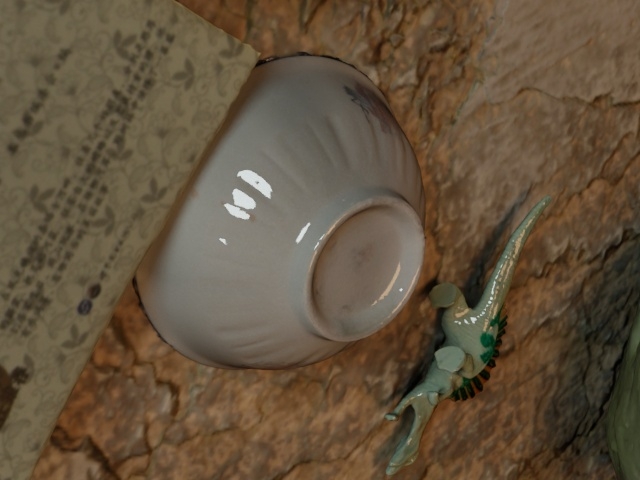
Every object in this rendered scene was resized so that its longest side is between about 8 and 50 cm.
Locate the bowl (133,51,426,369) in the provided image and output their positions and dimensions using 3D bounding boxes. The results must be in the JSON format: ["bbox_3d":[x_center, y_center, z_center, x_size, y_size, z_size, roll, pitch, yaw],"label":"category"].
[{"bbox_3d":[0.000,0.000,0.805,0.189,0.086,0.189,-19,122,-34],"label":"bowl"}]

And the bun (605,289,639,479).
[{"bbox_3d":[0.298,0.082,1.055,0.283,0.179,0.283,-38,152,-24],"label":"bun"}]

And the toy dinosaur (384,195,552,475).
[{"bbox_3d":[0.098,0.067,0.961,0.187,0.044,0.106,-54,150,-23],"label":"toy dinosaur"}]

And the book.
[{"bbox_3d":[-0.216,-0.049,0.625,0.379,0.031,0.264,28,89,-43],"label":"book"}]
